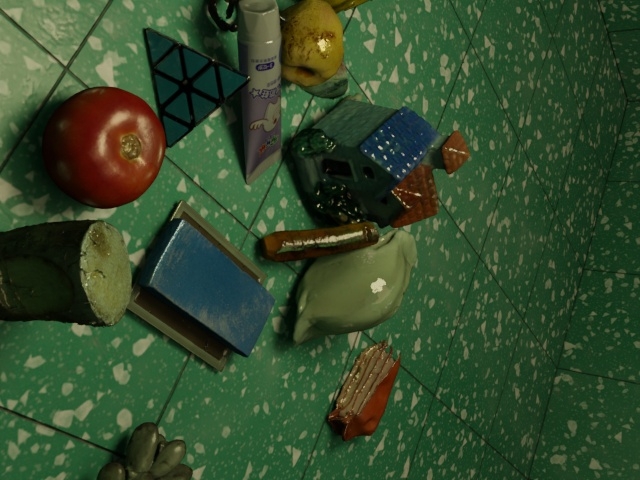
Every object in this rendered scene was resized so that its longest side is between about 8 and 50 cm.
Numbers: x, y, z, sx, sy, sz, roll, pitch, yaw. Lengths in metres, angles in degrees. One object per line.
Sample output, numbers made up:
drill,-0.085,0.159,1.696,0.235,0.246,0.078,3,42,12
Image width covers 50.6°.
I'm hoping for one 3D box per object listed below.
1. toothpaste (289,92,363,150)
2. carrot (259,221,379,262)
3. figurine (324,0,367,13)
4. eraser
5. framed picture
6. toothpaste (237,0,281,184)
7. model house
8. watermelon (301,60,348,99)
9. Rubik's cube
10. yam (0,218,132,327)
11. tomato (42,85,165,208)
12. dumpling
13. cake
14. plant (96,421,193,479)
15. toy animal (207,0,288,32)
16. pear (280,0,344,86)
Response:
toothpaste,0.023,-0.264,1.575,0.268,0.047,0.069,-50,151,-32
carrot,0.000,0.000,1.470,0.260,0.070,0.070,-9,104,-17
figurine,0.017,-0.648,1.428,0.218,0.169,0.326,-46,132,-58
eraser,-0.209,0.097,1.302,0.312,0.043,0.144,46,60,-44
framed picture,-0.234,0.094,1.320,0.293,0.018,0.231,47,58,-43
toothpaste,-0.117,-0.284,1.321,0.125,0.080,0.371,-47,153,-39
model house,0.160,-0.140,1.501,0.252,0.329,0.295,-47,137,-36
watermelon,0.017,-0.378,1.554,0.180,0.081,0.094,-31,92,-51
Rubik's cube,-0.176,-0.293,1.222,0.190,0.178,0.211,-33,120,-48
yam,-0.379,0.045,0.964,0.154,0.254,0.154,10,78,-61
tomato,-0.340,-0.145,1.063,0.195,0.136,0.195,-8,100,-54
dumpling,0.078,0.104,1.561,0.270,0.321,0.211,11,66,-85
cake,0.122,0.390,1.745,0.287,0.098,0.135,-58,134,-22
plant,-0.334,0.438,1.135,0.274,0.149,0.146,-50,131,-39
toy animal,-0.160,-0.479,1.285,0.233,0.084,0.148,-14,93,-46
pear,-0.025,-0.412,1.402,0.178,0.178,0.178,-9,101,-51
